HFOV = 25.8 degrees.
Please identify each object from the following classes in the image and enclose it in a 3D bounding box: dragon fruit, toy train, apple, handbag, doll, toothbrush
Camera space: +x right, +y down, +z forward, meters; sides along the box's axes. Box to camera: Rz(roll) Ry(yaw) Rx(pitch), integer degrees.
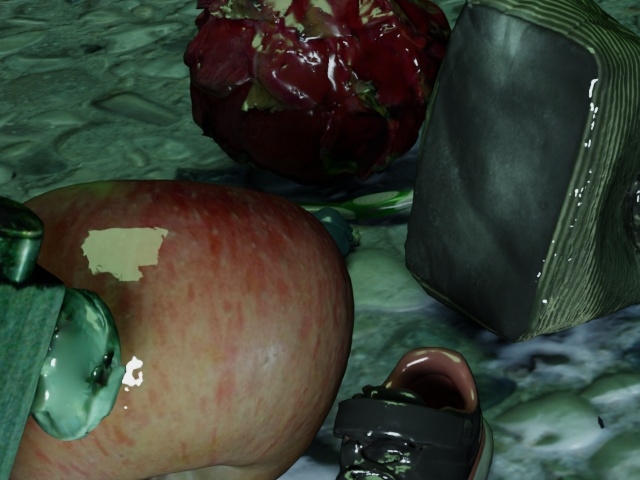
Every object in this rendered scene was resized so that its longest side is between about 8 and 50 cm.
[{"bbox_3d":[-0.002,-0.218,1.673,0.329,0.329,0.329,-5,29,3],"label":"dragon fruit"},{"bbox_3d":[-0.308,0.154,0.966,0.179,0.442,0.272,6,19,-47],"label":"toy train"},{"bbox_3d":[-0.132,0.096,1.148,0.345,0.269,0.345,0,-11,0],"label":"apple"},{"bbox_3d":[0.240,-0.080,1.385,0.240,0.341,0.247,-6,26,-37],"label":"handbag"},{"bbox_3d":[0.000,0.000,1.548,0.076,0.050,0.083,-4,31,14],"label":"doll"},{"bbox_3d":[0.054,-0.043,1.618,0.418,0.040,0.042,2,27,15],"label":"toothbrush"}]

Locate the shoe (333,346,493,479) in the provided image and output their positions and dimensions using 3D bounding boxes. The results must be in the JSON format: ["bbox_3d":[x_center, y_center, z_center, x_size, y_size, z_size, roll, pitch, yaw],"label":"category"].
[{"bbox_3d":[0.063,0.185,1.113,0.114,0.137,0.291,7,33,24],"label":"shoe"}]
